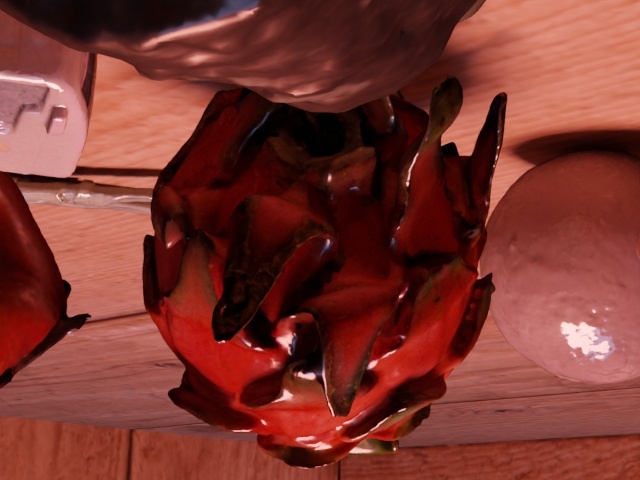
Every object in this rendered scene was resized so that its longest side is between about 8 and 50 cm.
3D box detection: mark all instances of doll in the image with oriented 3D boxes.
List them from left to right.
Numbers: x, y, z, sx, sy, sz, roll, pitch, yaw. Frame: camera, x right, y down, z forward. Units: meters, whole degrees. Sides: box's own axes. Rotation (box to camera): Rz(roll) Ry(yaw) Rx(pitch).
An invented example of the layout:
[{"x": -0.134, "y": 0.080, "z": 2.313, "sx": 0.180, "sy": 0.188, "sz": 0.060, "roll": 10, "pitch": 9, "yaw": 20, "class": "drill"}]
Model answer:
[{"x": 0.238, "y": 0.006, "z": 1.094, "sx": 0.287, "sy": 0.151, "sz": 0.151, "roll": -8, "pitch": 165, "yaw": 32, "class": "doll"}]

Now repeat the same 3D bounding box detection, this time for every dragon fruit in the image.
[{"x": 0.000, "y": 0.000, "z": 0.968, "sx": 0.192, "sy": 0.274, "sz": 0.193, "roll": -19, "pitch": -140, "yaw": -20, "class": "dragon fruit"}]

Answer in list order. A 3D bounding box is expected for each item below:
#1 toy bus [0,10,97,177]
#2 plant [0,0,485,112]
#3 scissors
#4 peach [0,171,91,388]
[{"x": -0.258, "y": -0.099, "z": 0.763, "sx": 0.342, "sy": 0.097, "sz": 0.138, "roll": 6, "pitch": 162, "yaw": -14, "class": "toy bus"}, {"x": 0.010, "y": -0.120, "z": 0.487, "sx": 0.146, "sy": 0.149, "sz": 0.274, "roll": 42, "pitch": -155, "yaw": 20, "class": "plant"}, {"x": -0.251, "y": -0.035, "z": 1.267, "sx": 0.383, "sy": 0.029, "sz": 0.256, "roll": 3, "pitch": 170, "yaw": -11, "class": "scissors"}, {"x": -0.334, "y": 0.015, "z": 1.056, "sx": 0.361, "sy": 0.201, "sz": 0.258, "roll": -6, "pitch": -151, "yaw": 28, "class": "peach"}]
